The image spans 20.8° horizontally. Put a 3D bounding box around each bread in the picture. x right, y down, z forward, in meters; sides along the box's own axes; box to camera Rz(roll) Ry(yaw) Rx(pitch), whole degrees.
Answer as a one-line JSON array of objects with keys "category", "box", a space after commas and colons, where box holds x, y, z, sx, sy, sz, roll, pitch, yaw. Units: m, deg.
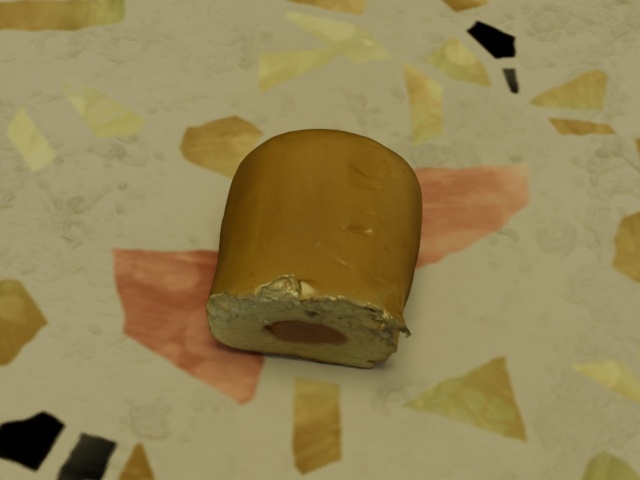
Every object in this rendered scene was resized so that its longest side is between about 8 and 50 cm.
[{"category": "bread", "box": [0.000, -0.001, 1.139, 0.134, 0.085, 0.173, 7, 49, 0]}]
